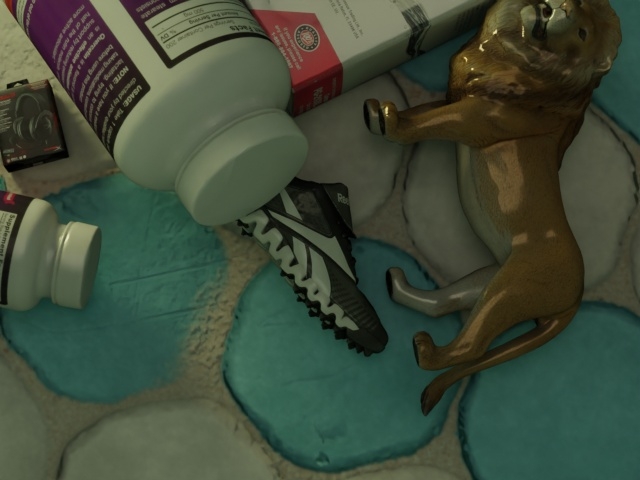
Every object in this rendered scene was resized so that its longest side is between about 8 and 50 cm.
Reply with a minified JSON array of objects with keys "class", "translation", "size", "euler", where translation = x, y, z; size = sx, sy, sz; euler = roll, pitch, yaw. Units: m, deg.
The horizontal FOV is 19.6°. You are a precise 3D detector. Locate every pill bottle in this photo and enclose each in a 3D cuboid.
[{"class":"pill bottle","translation":[-0.150,-0.173,1.699],"size":[0.181,0.181,0.323],"euler":[-33,69,-6]},{"class":"pill bottle","translation":[-0.307,0.006,1.726],"size":[0.193,0.108,0.108],"euler":[12,79,2]}]

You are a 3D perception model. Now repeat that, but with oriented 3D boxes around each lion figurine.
[{"class":"lion figurine","translation":[0.178,-0.042,1.740],"size":[0.240,0.142,0.392],"euler":[-6,93,-9]}]

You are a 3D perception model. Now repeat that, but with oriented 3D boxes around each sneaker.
[{"class":"sneaker","translation":[0.000,0.000,1.743],"size":[0.106,0.078,0.234],"euler":[-40,79,-5]}]

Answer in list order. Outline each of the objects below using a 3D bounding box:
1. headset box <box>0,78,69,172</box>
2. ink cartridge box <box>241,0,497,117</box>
[{"class":"headset box","translation":[-0.284,-0.115,1.789],"size":[0.062,0.032,0.083],"euler":[-14,80,-3]},{"class":"ink cartridge box","translation":[0.040,-0.253,1.782],"size":[0.237,0.100,0.172],"euler":[-26,80,-6]}]
